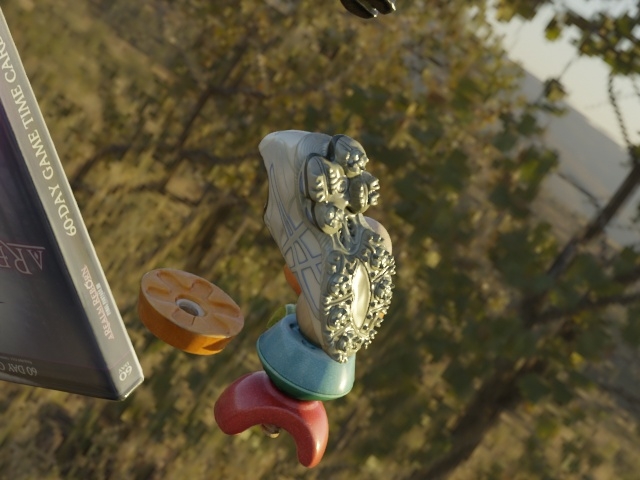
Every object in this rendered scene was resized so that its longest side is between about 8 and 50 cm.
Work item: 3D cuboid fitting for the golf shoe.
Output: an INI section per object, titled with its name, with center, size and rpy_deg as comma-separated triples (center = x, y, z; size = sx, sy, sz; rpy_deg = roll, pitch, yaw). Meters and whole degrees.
[golf shoe]
center = 0.000, 0.000, 0.966
size = 0.069, 0.176, 0.086
rpy_deg = -29, 36, -34

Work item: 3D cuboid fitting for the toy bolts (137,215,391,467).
[toy bolts]
center = -0.036, 0.056, 1.203
size = 0.218, 0.158, 0.228
rpy_deg = 22, 24, -15

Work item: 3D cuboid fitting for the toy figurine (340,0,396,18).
[toy figurine]
center = -0.001, -0.306, 1.140
size = 0.213, 0.148, 0.209
rpy_deg = 17, -20, 7

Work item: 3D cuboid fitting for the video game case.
[video game case]
center = -0.204, -0.049, 0.668
size = 0.196, 0.274, 0.026
rpy_deg = 5, 33, 36
